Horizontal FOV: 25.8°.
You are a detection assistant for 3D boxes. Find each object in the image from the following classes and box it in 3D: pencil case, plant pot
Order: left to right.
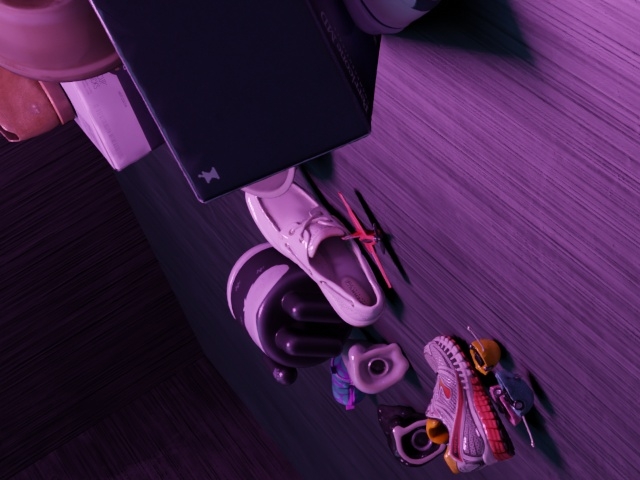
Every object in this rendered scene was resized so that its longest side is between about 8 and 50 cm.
[{"bbox_3d":[-0.360,-0.376,1.823,0.323,0.323,0.280,59,178,-3],"label":"plant pot"},{"bbox_3d":[0.050,0.242,2.470,0.152,0.064,0.070,85,176,-65],"label":"pencil case"}]

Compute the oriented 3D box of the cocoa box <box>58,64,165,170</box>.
[{"bbox_3d":[-0.326,-0.322,2.183,0.347,0.228,0.231,45,163,46],"label":"cocoa box"}]

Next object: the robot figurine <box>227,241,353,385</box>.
[{"bbox_3d":[-0.046,0.103,2.262,0.173,0.209,0.278,47,175,-25],"label":"robot figurine"}]

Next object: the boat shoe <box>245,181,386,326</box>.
[{"bbox_3d":[0.000,0.000,2.023,0.277,0.098,0.096,47,166,8],"label":"boat shoe"}]

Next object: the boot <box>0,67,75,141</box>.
[{"bbox_3d":[-0.505,-0.285,2.171,0.305,0.115,0.112,55,169,20],"label":"boot"}]

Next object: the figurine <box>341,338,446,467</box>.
[{"bbox_3d":[0.103,0.247,2.245,0.215,0.092,0.209,60,172,-5],"label":"figurine"}]

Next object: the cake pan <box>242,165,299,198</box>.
[{"bbox_3d":[-0.118,-0.196,1.945,0.293,0.054,0.293,39,150,28],"label":"cake pan"}]

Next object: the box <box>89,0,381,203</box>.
[{"bbox_3d":[-0.079,-0.241,1.289,0.296,0.182,0.294,62,-164,-22],"label":"box"}]

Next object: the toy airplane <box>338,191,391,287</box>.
[{"bbox_3d":[0.062,-0.004,1.909,0.151,0.028,0.151,55,167,19],"label":"toy airplane"}]

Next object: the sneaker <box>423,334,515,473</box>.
[{"bbox_3d":[0.168,0.206,1.794,0.088,0.092,0.225,59,-174,-35],"label":"sneaker"}]

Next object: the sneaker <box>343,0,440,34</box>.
[{"bbox_3d":[0.036,-0.305,1.189,0.091,0.094,0.258,-14,107,47],"label":"sneaker"}]

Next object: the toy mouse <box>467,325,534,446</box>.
[{"bbox_3d":[0.230,0.183,1.687,0.143,0.031,0.161,57,172,26],"label":"toy mouse"}]
